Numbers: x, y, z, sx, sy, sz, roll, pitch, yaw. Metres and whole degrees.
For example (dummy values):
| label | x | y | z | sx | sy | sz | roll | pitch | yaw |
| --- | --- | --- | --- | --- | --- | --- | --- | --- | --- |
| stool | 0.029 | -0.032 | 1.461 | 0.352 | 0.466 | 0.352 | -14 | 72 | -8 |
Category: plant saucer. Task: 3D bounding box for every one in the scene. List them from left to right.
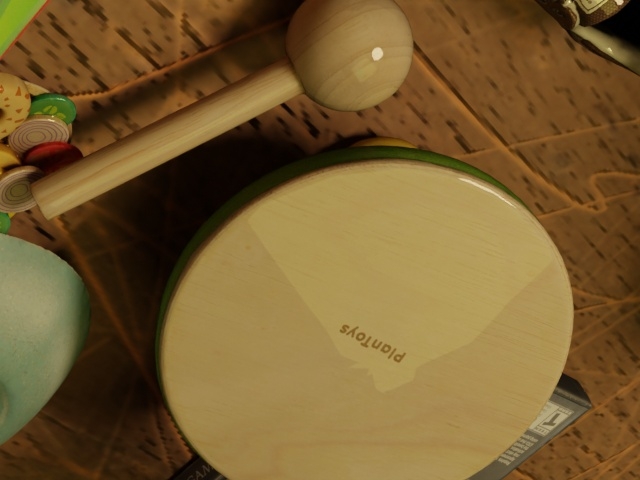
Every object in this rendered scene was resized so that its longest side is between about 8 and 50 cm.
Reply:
| label | x | y | z | sx | sy | sz | roll | pitch | yaw |
| --- | --- | --- | --- | --- | --- | --- | --- | --- | --- |
| plant saucer | -0.187 | 0.067 | 0.857 | 0.195 | 0.037 | 0.195 | -17 | 149 | -11 |

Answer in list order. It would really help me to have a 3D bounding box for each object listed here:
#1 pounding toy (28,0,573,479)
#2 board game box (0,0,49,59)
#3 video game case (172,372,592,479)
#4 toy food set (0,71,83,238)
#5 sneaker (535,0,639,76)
| label | x | y | z | sx | sy | sz | roll | pitch | yaw |
| --- | --- | --- | --- | --- | --- | --- | --- | --- | --- |
| pounding toy | 0.000 | 0.000 | 0.886 | 0.183 | 0.110 | 0.237 | -28 | 122 | 7 |
| board game box | -0.148 | -0.135 | 0.621 | 0.124 | 0.039 | 0.259 | -52 | 147 | -7 |
| video game case | -0.001 | 0.146 | 1.112 | 0.274 | 0.026 | 0.196 | -41 | 143 | 18 |
| toy food set | -0.136 | -0.034 | 0.799 | 0.083 | 0.020 | 0.082 | -43 | 143 | 18 |
| sneaker | 0.101 | -0.128 | 0.800 | 0.066 | 0.071 | 0.188 | -39 | 144 | 14 |
